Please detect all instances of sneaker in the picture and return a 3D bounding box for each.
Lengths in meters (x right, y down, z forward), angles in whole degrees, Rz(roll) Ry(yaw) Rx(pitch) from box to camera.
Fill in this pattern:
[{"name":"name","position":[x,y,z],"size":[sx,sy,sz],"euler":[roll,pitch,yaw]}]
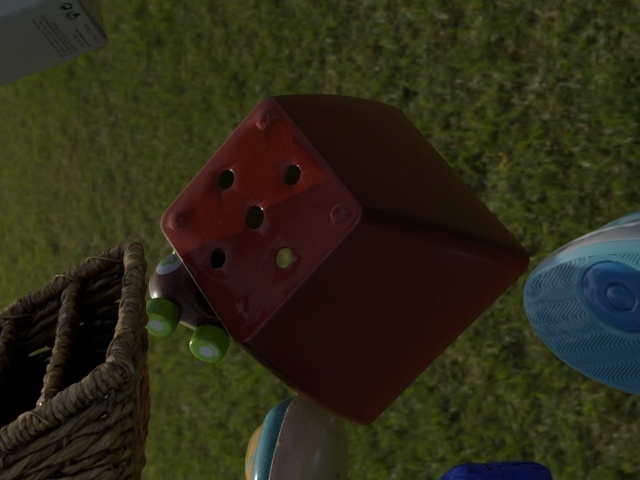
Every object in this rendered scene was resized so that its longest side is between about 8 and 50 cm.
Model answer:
[{"name":"sneaker","position":[0.291,-0.012,0.653],"size":[0.319,0.208,0.127],"euler":[-13,113,45]}]

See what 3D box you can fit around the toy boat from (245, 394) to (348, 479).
[{"name":"toy boat","position":[-0.068,0.344,1.389],"size":[0.148,0.318,0.267],"euler":[12,128,16]}]

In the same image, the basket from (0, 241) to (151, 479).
[{"name":"basket","position":[-0.264,0.142,0.961],"size":[0.299,0.213,0.223],"euler":[-104,16,-67]}]

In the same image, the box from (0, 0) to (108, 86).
[{"name":"box","position":[-0.338,-0.188,0.946],"size":[0.094,0.275,0.113],"euler":[63,-174,-70]}]

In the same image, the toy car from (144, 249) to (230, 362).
[{"name":"toy car","position":[-0.134,0.039,1.423],"size":[0.188,0.149,0.155],"euler":[-54,10,44]}]

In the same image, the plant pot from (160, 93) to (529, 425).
[{"name":"plant pot","position":[0.000,0.000,1.107],"size":[0.267,0.236,0.267],"euler":[-47,56,16]}]

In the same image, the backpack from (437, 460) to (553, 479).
[{"name":"backpack","position":[0.103,0.203,0.719],"size":[0.098,0.120,0.101],"euler":[115,148,-49]}]
